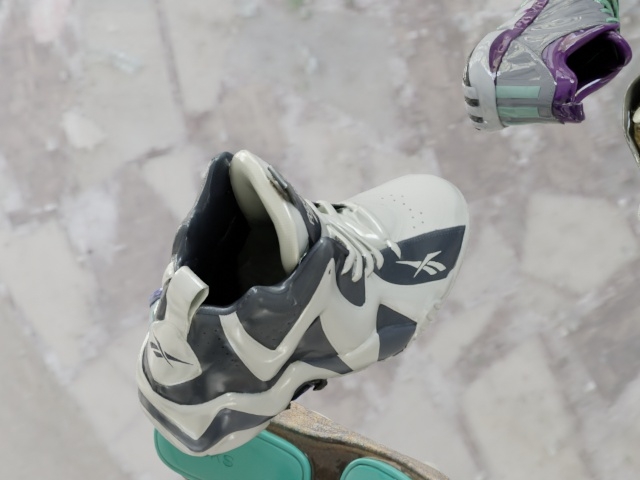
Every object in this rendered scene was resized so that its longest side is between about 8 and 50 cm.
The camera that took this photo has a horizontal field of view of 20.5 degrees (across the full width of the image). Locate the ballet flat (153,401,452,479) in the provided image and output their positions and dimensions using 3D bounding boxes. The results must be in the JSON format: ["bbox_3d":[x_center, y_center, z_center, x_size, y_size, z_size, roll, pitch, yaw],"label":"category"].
[{"bbox_3d":[0.025,0.176,1.271,0.316,0.106,0.107,29,111,27],"label":"ballet flat"}]

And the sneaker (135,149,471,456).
[{"bbox_3d":[0.000,0.000,0.949,0.094,0.235,0.153,46,150,28],"label":"sneaker"}]

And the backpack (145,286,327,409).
[{"bbox_3d":[-0.058,0.058,1.167,0.105,0.114,0.084,139,139,-66],"label":"backpack"}]

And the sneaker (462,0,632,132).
[{"bbox_3d":[0.189,-0.147,1.243,0.098,0.223,0.083,9,137,34],"label":"sneaker"}]

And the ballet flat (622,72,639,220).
[{"bbox_3d":[0.206,-0.023,0.922,0.095,0.280,0.096,-40,109,10],"label":"ballet flat"}]
